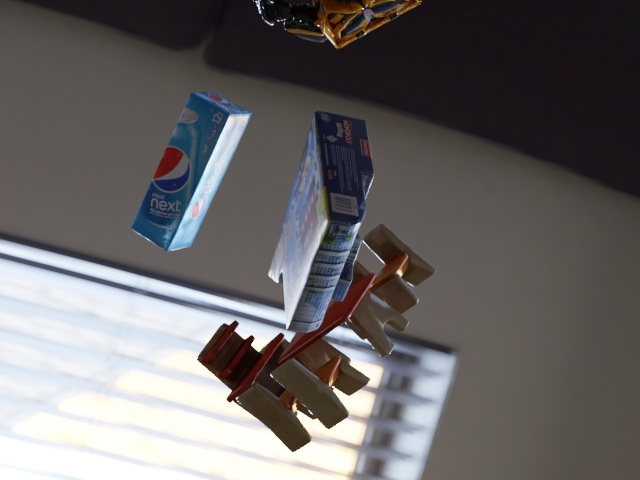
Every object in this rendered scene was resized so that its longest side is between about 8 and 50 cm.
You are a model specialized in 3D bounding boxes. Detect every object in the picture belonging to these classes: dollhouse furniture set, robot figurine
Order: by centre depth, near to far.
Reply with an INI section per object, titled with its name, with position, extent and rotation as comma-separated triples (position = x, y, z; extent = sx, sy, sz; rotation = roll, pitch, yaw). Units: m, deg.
[robot figurine]
position = 0.002, -0.307, 1.509
extent = 0.291, 0.211, 0.085
rotation = 46, -158, -47
[dollhouse furniture set]
position = -0.022, 0.116, 1.734
extent = 0.135, 0.259, 0.262
rotation = 43, -134, -8

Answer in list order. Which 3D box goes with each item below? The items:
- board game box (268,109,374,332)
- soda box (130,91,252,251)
[board game box]
position = 0.000, 0.000, 1.528
extent = 0.060, 0.194, 0.194
rotation = 11, -143, -13
[soda box]
position = -0.174, -0.094, 1.979
extent = 0.067, 0.210, 0.071
rotation = 30, -164, 17
